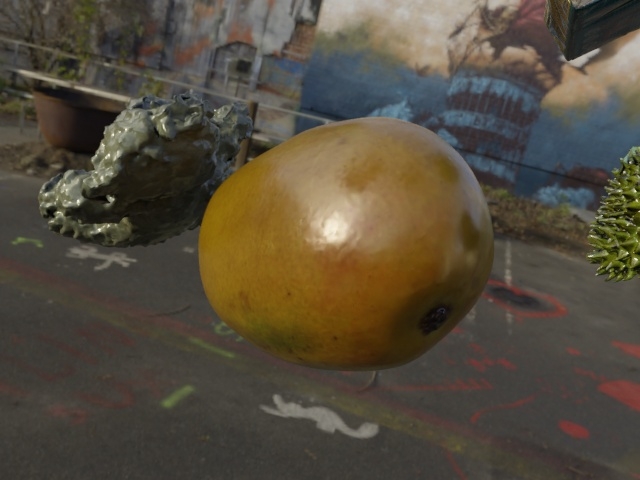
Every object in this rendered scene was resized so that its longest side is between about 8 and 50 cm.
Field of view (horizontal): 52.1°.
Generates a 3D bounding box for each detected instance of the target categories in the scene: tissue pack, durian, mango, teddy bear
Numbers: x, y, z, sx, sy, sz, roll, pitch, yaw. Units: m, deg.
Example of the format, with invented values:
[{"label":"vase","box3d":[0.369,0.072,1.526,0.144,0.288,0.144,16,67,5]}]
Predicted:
[{"label":"tissue pack","box3d":[0.309,-0.275,0.711,0.120,0.082,0.169,-25,-10,15]},{"label":"durian","box3d":[0.330,-0.048,0.634,0.095,0.220,0.137,40,38,2]},{"label":"mango","box3d":[0.000,0.000,0.800,0.232,0.300,0.446,21,-9,-41]},{"label":"teddy bear","box3d":[-0.250,-0.133,1.006,0.357,0.367,0.224,-36,82,-25]}]
